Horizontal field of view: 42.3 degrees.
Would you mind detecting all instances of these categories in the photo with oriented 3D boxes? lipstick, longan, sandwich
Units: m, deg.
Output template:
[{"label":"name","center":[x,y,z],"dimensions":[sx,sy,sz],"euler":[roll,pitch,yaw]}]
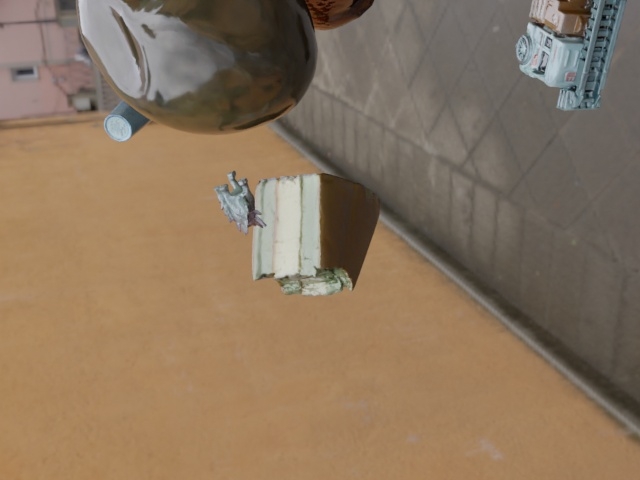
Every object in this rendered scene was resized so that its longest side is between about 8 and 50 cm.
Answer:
[{"label":"lipstick","center":[-0.342,-0.284,1.658],"dimensions":[0.061,0.068,0.274],"euler":[-58,3,38]},{"label":"longan","center":[-0.166,-0.286,1.115],"dimensions":[0.350,0.288,0.288],"euler":[28,135,22]},{"label":"sandwich","center":[0.000,0.000,1.461],"dimensions":[0.155,0.227,0.198],"euler":[-3,82,32]}]

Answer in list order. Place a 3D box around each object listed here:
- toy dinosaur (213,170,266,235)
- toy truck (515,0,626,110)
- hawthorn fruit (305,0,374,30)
[{"label":"toy dinosaur","center":[-0.112,-0.049,1.102],"dimensions":[0.082,0.039,0.209],"euler":[65,171,-18]},{"label":"toy truck","center":[0.449,-0.389,1.429],"dimensions":[0.184,0.133,0.338],"euler":[-112,24,-56]},{"label":"hawthorn fruit","center":[-0.020,-0.521,1.294],"dimensions":[0.369,0.285,0.285],"euler":[54,161,-1]}]
